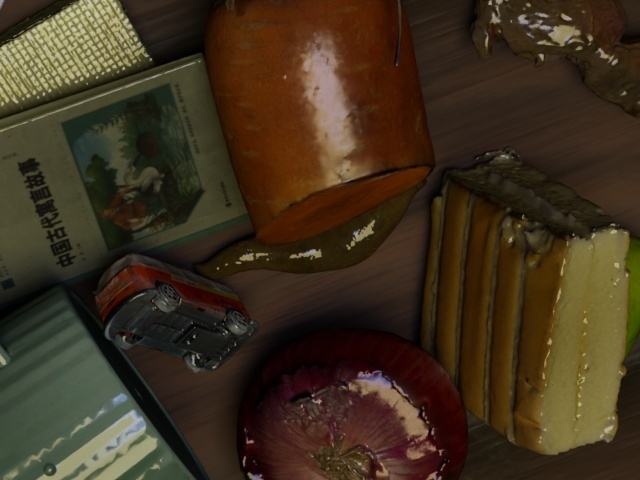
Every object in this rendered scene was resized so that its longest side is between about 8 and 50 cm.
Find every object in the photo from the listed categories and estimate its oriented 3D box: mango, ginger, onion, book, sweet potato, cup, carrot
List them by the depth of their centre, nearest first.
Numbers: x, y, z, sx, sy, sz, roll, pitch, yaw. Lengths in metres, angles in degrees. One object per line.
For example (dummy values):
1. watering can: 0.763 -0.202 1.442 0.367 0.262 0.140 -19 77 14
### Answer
1. carrot: -0.006 -0.160 1.660 0.193 0.214 0.331 -16 97 -20
2. cup: -0.341 0.234 1.670 0.392 0.310 0.401 -36 144 -3
3. book: -0.219 -0.052 1.729 0.283 0.025 0.215 -21 131 -6
4. ginger: 0.285 -0.198 1.800 0.290 0.084 0.122 18 84 -16
5. sweet potato: -0.001 0.003 1.814 0.249 0.059 0.069 -23 95 0
6. onion: 0.032 0.191 1.828 0.248 0.161 0.248 1 127 2
7. mango: 0.294 0.070 1.879 0.089 0.117 0.163 26 95 18

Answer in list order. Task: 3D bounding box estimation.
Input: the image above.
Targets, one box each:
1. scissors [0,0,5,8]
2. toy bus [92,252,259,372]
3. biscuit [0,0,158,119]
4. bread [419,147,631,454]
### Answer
1. scissors: -0.277 -0.258 1.650 0.100 0.015 0.189 23 95 -23
2. toy bus: -0.146 0.067 1.760 0.079 0.077 0.174 -42 142 21
3. biscuit: -0.258 -0.149 1.699 0.199 0.040 0.121 -29 117 0
4. bread: 0.201 0.057 1.781 0.111 0.239 0.246 -8 111 -26
